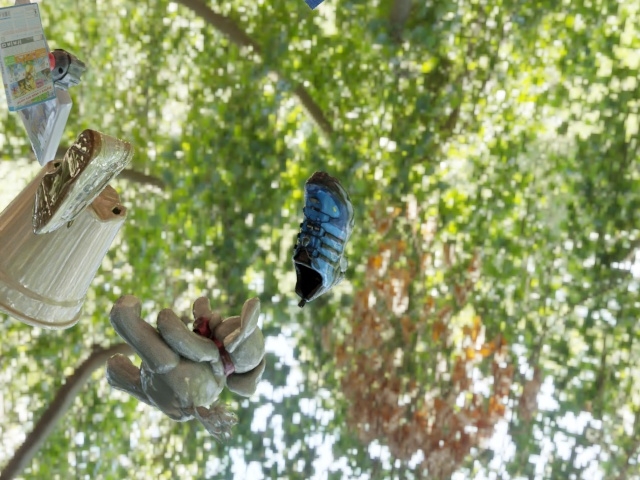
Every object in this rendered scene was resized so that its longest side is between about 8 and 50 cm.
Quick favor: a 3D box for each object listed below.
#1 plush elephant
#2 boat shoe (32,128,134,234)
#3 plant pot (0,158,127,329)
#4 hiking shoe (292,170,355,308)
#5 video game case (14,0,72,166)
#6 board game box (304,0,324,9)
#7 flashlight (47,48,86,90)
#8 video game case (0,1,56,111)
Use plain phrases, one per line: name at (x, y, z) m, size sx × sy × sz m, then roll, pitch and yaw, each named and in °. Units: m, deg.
plush elephant at (-0.225, 0.211, 1.793) m, size 0.330 × 0.272 × 0.255 m, roll 32°, pitch -131°, yaw 20°
boat shoe at (-0.442, -0.093, 1.680) m, size 0.089 × 0.104 × 0.285 m, roll 10°, pitch 146°, yaw -39°
plant pot at (-0.632, -0.011, 2.194) m, size 0.334 × 0.305 × 0.334 m, roll 37°, pitch -164°, yaw -12°
hiking shoe at (0.000, 0.000, 1.968) m, size 0.113 × 0.304 × 0.132 m, roll 17°, pitch -141°, yaw 27°
video game case at (-0.704, -0.382, 2.267) m, size 0.036 × 0.300 × 0.329 m, roll -18°, pitch 167°, yaw -30°
board game box at (-0.045, -0.476, 1.455) m, size 0.035 × 0.201 × 0.136 m, roll -30°, pitch -161°, yaw 38°
flashlight at (-0.604, -0.389, 1.899) m, size 0.103 × 0.103 × 0.304 m, roll 33°, pitch -172°, yaw 24°
video game case at (-0.499, -0.310, 1.549) m, size 0.015 × 0.166 × 0.119 m, roll 0°, pitch -161°, yaw 20°
